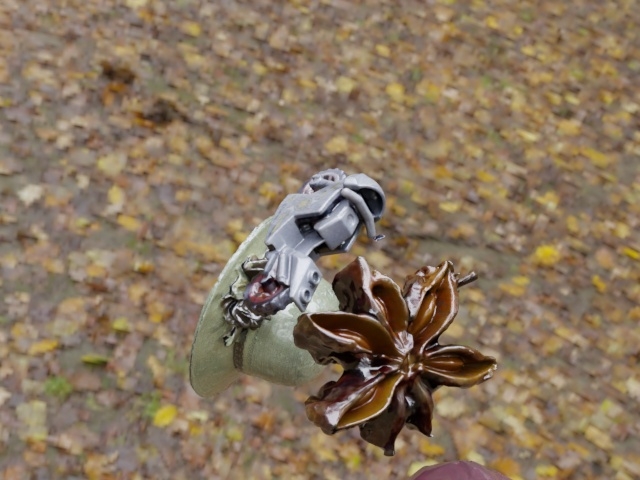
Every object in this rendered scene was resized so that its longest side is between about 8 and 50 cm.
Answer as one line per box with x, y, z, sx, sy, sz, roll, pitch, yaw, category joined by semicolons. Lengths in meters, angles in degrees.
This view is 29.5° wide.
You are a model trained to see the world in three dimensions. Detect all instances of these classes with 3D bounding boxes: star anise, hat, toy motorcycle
0.066;0.119;1.226;0.220;0.126;0.190;7;70;-31;star anise
-0.041;0.105;1.521;0.130;0.257;0.257;24;34;19;hat
0.000;0.000;1.310;0.122;0.080;0.215;-8;41;37;toy motorcycle

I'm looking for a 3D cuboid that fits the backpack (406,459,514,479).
0.099;0.370;1.234;0.197;0.317;0.283;24;34;-16;backpack
